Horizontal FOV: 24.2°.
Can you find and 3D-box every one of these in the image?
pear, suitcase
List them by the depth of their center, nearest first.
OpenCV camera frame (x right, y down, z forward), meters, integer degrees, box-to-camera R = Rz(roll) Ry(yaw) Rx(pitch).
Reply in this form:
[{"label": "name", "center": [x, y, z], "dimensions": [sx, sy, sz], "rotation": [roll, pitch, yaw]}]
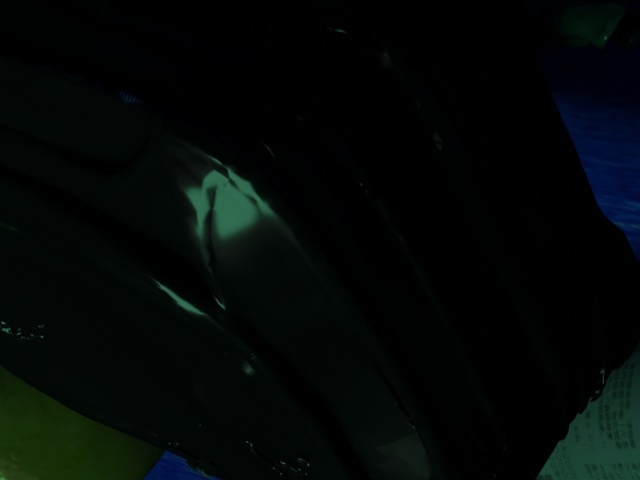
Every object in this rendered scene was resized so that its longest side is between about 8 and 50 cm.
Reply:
[{"label": "suitcase", "center": [-0.056, -0.033, 0.643], "dimensions": [0.345, 0.188, 0.339], "rotation": [20, 153, 39]}, {"label": "pear", "center": [-0.254, 0.102, 1.226], "dimensions": [0.309, 0.309, 0.309], "rotation": [27, 161, 10]}]

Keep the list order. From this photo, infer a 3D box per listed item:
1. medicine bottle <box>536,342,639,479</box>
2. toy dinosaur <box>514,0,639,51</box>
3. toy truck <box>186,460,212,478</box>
[{"label": "medicine bottle", "center": [0.215, 0.094, 0.800], "dimensions": [0.141, 0.141, 0.293], "rotation": [34, 162, -13]}, {"label": "toy dinosaur", "center": [0.092, -0.087, 0.624], "dimensions": [0.120, 0.079, 0.292], "rotation": [27, 159, 27]}, {"label": "toy truck", "center": [-0.002, 0.138, 1.170], "dimensions": [0.270, 0.114, 0.135], "rotation": [17, -173, -46]}]
